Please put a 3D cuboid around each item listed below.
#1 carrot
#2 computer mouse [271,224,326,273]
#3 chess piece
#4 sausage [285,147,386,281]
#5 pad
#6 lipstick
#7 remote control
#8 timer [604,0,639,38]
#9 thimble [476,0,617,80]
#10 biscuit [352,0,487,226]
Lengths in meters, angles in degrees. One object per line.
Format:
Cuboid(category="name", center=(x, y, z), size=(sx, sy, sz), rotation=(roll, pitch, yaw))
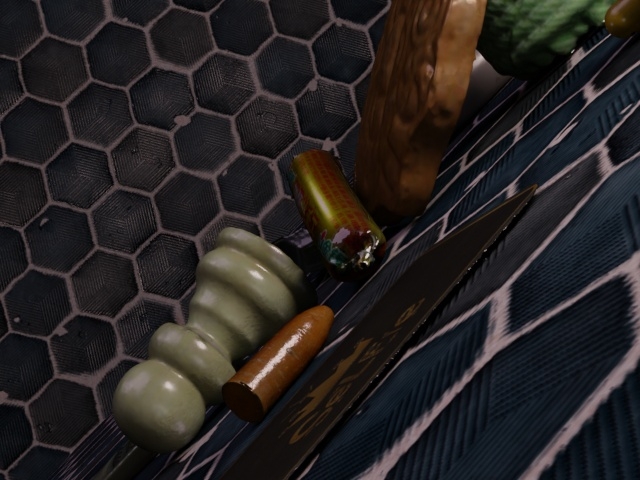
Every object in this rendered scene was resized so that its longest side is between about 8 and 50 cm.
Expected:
Cuboid(category="carrot", center=(-0.030, 0.101, 1.064), size=(0.139, 0.048, 0.048), rotation=(-46, 4, -36))
Cuboid(category="computer mouse", center=(0.003, 0.001, 1.593), size=(0.126, 0.071, 0.231), rotation=(-33, 1, -2))
Cuboid(category="chess piece", center=(-0.131, 0.122, 1.321), size=(0.251, 0.144, 0.144), rotation=(-51, 6, -21))
Cuboid(category="sausage", center=(0.017, -0.025, 1.340), size=(0.082, 0.082, 0.371), rotation=(-44, 17, 7))
Cuboid(category="pad", center=(0.005, 0.075, 0.857), size=(0.375, 0.063, 0.315), rotation=(-47, 5, -25))
Cuboid(category="lipstick", center=(0.236, -0.256, 1.735), size=(0.327, 0.087, 0.087), rotation=(-45, 4, -9))
Cuboid(category="remote control", center=(-0.209, 0.240, 1.511), size=(0.285, 0.038, 0.123), rotation=(-45, 4, 0))
Cuboid(category="timer", center=(0.282, -0.250, 1.078), size=(0.109, 0.107, 0.107), rotation=(-41, 4, 8))
Cuboid(category="thimble", center=(0.268, -0.303, 1.435), size=(0.219, 0.150, 0.219), rotation=(-42, 5, 5))
Cuboid(category="biscuit", center=(0.105, -0.203, 1.381), size=(0.365, 0.062, 0.385), rotation=(-158, 81, -80))
